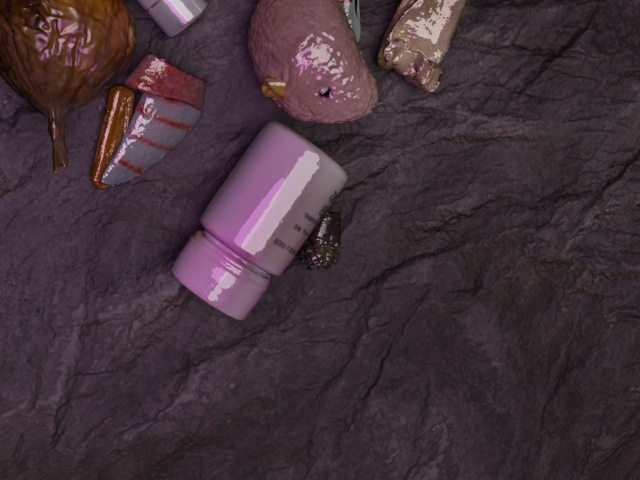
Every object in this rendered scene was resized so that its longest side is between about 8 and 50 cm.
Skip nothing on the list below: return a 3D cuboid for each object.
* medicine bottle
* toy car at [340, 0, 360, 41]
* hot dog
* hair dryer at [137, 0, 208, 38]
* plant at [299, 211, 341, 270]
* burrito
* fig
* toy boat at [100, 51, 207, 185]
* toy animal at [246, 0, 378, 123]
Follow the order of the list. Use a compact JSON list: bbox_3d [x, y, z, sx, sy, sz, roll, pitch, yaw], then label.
[{"bbox_3d":[-0.130,-0.041,1.751,0.219,0.219,0.388,34,89,-22],"label":"medicine bottle"},{"bbox_3d":[0.041,-0.519,1.787,0.095,0.056,0.205,-5,105,-16],"label":"toy car"},{"bbox_3d":[-0.428,-0.212,1.707,0.066,0.047,0.216,8,100,-34],"label":"hot dog"},{"bbox_3d":[-0.219,-0.577,1.627,0.357,0.108,0.173,-38,114,8],"label":"hair dryer"},{"bbox_3d":[0.000,0.000,1.878,0.092,0.094,0.143,9,88,-34],"label":"plant"},{"bbox_3d":[0.242,-0.510,1.830,0.175,0.107,0.348,14,96,-27],"label":"burrito"},{"bbox_3d":[-0.482,-0.307,1.503,0.286,0.286,0.369,4,73,-19],"label":"fig"},{"bbox_3d":[-0.348,-0.228,1.697,0.206,0.096,0.282,21,97,-52],"label":"toy boat"},{"bbox_3d":[-0.041,-0.395,1.706,0.226,0.188,0.359,-24,87,17],"label":"toy animal"}]
